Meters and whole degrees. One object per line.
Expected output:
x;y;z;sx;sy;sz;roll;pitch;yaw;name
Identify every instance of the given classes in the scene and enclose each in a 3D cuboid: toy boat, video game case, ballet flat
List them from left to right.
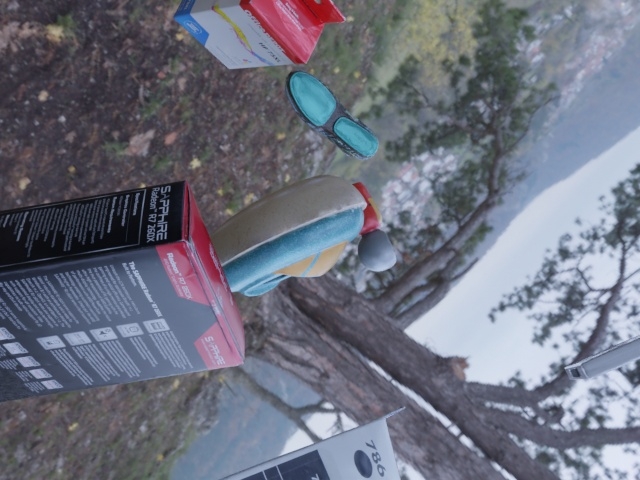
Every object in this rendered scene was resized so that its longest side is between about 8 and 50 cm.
0.000;0.000;0.912;0.267;0.148;0.318;-28;172;40;toy boat
0.011;-0.195;0.988;0.070;0.188;0.070;-41;-160;19;ballet flat
0.199;0.065;0.385;0.087;0.011;0.122;-27;162;10;video game case

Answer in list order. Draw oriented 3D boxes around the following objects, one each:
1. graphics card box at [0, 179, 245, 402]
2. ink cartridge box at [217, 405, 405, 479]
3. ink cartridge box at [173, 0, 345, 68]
-0.288;0.072;0.667;0.371;0.094;0.232;-10;139;1;graphics card box
-0.056;0.207;0.457;0.165;0.065;0.333;-37;159;27;ink cartridge box
-0.093;-0.332;0.925;0.134;0.231;0.078;36;71;-44;ink cartridge box
